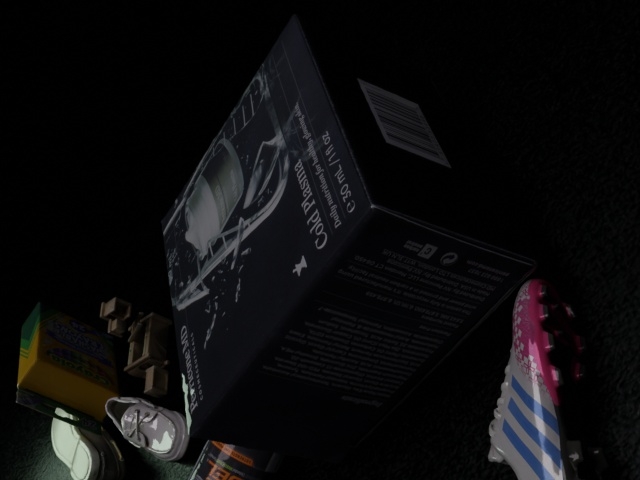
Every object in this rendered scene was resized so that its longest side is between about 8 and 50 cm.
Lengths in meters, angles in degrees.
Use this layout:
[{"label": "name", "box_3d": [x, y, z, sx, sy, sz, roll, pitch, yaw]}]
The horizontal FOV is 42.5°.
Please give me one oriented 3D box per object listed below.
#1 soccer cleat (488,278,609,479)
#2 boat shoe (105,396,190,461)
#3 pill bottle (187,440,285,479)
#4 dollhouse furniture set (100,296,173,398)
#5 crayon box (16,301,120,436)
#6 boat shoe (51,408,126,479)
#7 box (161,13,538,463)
[{"label": "soccer cleat", "box_3d": [0.263, 0.205, 1.035, 0.143, 0.116, 0.331, -28, 47, 35]}, {"label": "boat shoe", "box_3d": [-0.359, 0.375, 1.661, 0.277, 0.096, 0.098, 4, 73, 53]}, {"label": "pill bottle", "box_3d": [-0.152, 0.403, 1.379, 0.130, 0.130, 0.245, 22, 84, 53]}, {"label": "dollhouse furniture set", "box_3d": [-0.418, 0.243, 1.772, 0.101, 0.161, 0.181, -32, 44, 33]}, {"label": "crayon box", "box_3d": [-0.560, 0.280, 1.837, 0.083, 0.203, 0.323, -53, 27, 10]}, {"label": "boat shoe", "box_3d": [-0.516, 0.445, 1.813, 0.305, 0.091, 0.109, 29, 101, 54]}, {"label": "box", "box_3d": [0.000, 0.000, 1.278, 0.471, 0.298, 0.479, -54, 35, 30]}]
